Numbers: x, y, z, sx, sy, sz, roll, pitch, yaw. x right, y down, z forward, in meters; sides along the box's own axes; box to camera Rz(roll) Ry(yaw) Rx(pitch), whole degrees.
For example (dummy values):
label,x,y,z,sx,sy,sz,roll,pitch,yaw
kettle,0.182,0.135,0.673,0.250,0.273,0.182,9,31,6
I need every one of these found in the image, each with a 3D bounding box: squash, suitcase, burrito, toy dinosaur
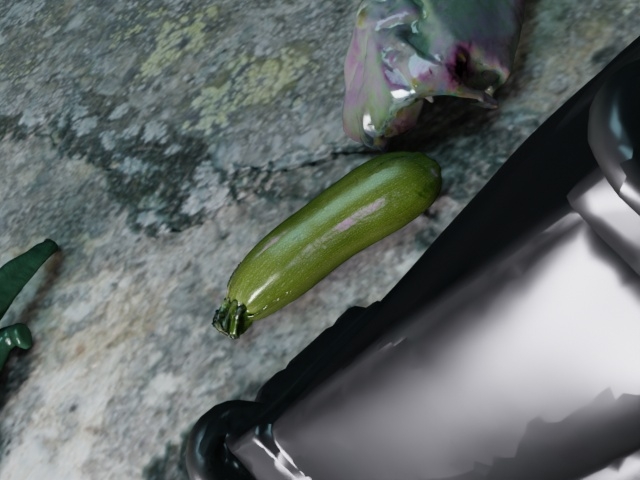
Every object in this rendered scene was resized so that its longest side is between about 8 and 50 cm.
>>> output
label,x,y,z,sx,sy,sz,roll,pitch,yaw
squash,0.000,0.000,0.937,0.183,0.052,0.052,-36,35,11
suitcase,0.151,0.000,0.555,0.339,0.188,0.345,-46,0,-36
burrito,0.081,-0.169,1.015,0.144,0.089,0.228,-18,39,31
toy dinosaur,-0.257,0.096,1.039,0.120,0.079,0.292,4,51,42
